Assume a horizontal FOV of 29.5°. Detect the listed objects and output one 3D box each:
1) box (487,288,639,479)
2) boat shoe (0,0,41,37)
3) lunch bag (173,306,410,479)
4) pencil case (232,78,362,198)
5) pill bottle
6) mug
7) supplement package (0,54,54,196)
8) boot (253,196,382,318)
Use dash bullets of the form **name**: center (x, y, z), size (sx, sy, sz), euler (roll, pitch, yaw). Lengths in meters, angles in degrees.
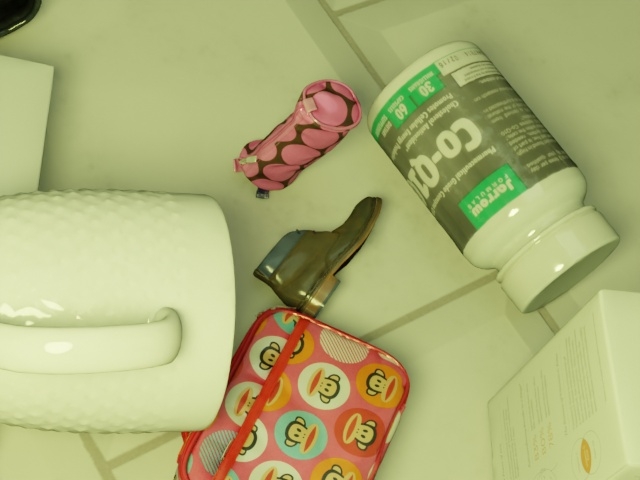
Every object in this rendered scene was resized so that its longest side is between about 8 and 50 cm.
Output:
- **box**: center (0.351, 0.236, 1.476), size (0.168, 0.345, 0.215), euler (6, 59, -14)
- **boat shoe**: center (-0.592, -0.290, 1.595), size (0.500, 0.186, 0.156), euler (-28, 64, -34)
- **lunch bag**: center (-0.049, 0.233, 1.499), size (0.258, 0.120, 0.293), euler (25, 56, 4)
- **pencil case**: center (-0.034, -0.141, 1.662), size (0.098, 0.209, 0.095), euler (8, 62, -30)
- **pill bottle**: center (0.245, -0.089, 1.719), size (0.204, 0.204, 0.361), euler (-27, 70, -28)
- **mug**: center (-0.273, 0.082, 1.305), size (0.328, 0.374, 0.276), euler (3, 96, -20)
- **supplement package**: center (-0.460, -0.099, 1.537), size (0.204, 0.145, 0.261), euler (10, 59, -16)
- **boot**: center (0.000, 0.000, 1.666), size (0.106, 0.082, 0.219), euler (32, 58, 0)
